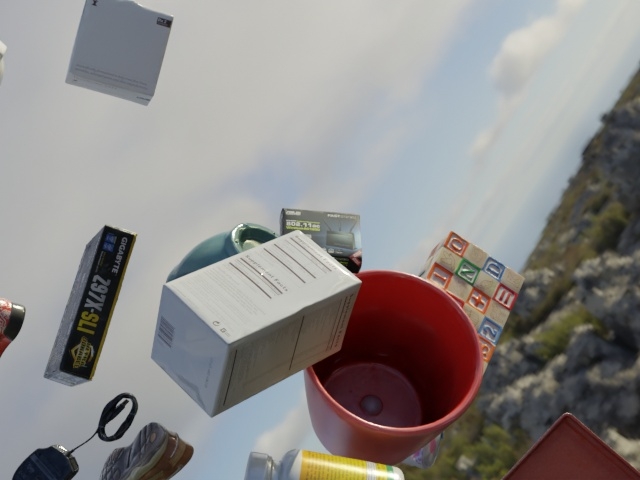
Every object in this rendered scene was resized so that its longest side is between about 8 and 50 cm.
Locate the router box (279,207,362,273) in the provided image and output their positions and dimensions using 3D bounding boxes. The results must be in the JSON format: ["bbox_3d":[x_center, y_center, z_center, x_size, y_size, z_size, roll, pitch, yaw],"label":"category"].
[{"bbox_3d":[0.000,0.000,1.581,0.038,0.122,0.092,102,169,-45],"label":"router box"}]

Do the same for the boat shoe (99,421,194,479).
[{"bbox_3d":[-0.379,0.495,2.255,0.324,0.116,0.123,-39,34,44],"label":"boat shoe"}]

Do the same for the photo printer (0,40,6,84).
[{"bbox_3d":[-0.545,-0.222,1.351,0.307,0.256,0.107,-34,35,57],"label":"photo printer"}]

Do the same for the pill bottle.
[{"bbox_3d":[0.000,0.346,1.423,0.117,0.208,0.117,-169,90,-87],"label":"pill bottle"}]

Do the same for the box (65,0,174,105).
[{"bbox_3d":[-0.416,-0.394,2.188,0.119,0.181,0.181,165,118,-73],"label":"box"}]

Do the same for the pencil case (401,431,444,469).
[{"bbox_3d":[0.133,0.421,2.352,0.124,0.273,0.113,-24,-59,-59],"label":"pencil case"}]

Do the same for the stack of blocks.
[{"bbox_3d":[0.239,0.148,1.947,0.297,0.171,0.087,-60,4,-35],"label":"stack of blocks"}]

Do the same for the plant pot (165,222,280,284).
[{"bbox_3d":[-0.165,0.086,2.321,0.196,0.293,0.293,-54,-5,29],"label":"plant pot"}]

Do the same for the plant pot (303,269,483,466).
[{"bbox_3d":[0.092,0.219,1.639,0.275,0.275,0.243,-52,-14,-30],"label":"plant pot"}]

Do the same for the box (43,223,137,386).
[{"bbox_3d":[-0.495,0.143,2.266,0.257,0.079,0.322,151,136,-67],"label":"box"}]

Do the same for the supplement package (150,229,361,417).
[{"bbox_3d":[-0.085,0.106,1.426,0.244,0.134,0.139,-23,-39,-41],"label":"supplement package"}]

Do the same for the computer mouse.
[{"bbox_3d":[-0.382,0.327,1.657,0.242,0.071,0.041,-38,-15,-20],"label":"computer mouse"}]

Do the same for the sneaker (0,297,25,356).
[{"bbox_3d":[-0.698,0.197,2.091,0.270,0.145,0.090,-50,31,35],"label":"sneaker"}]

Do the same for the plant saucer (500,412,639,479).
[{"bbox_3d":[0.452,0.478,1.945,0.259,0.258,0.048,-49,8,6],"label":"plant saucer"}]
